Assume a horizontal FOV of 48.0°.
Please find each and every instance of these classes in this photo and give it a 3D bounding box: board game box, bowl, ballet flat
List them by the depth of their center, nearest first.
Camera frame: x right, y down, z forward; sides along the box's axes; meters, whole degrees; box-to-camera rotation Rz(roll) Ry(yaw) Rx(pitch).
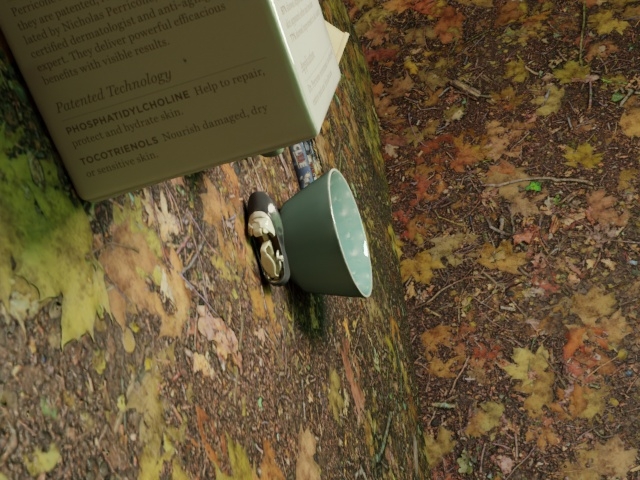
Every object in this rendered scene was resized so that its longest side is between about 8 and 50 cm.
[{"bbox_3d":[-0.109,0.000,1.469,0.074,0.074,0.203,-39,116,-74],"label":"ballet flat"},{"bbox_3d":[0.000,0.000,1.689,0.311,0.163,0.312,-14,90,-76],"label":"bowl"},{"bbox_3d":[-0.022,-0.171,2.018,0.165,0.042,0.243,-39,113,-74],"label":"board game box"}]

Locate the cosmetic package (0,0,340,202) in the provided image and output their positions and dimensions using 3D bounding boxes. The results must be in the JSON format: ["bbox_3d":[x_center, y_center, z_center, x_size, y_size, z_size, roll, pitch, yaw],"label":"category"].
[{"bbox_3d":[-0.192,-0.318,0.945,0.329,0.327,0.394,-73,146,-65],"label":"cosmetic package"}]

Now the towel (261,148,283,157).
[{"bbox_3d":[-0.191,-0.330,1.262,0.271,0.040,0.370,28,-36,58],"label":"towel"}]

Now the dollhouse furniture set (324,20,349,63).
[{"bbox_3d":[-0.114,-0.358,1.647,0.198,0.303,0.286,29,52,-14],"label":"dollhouse furniture set"}]
